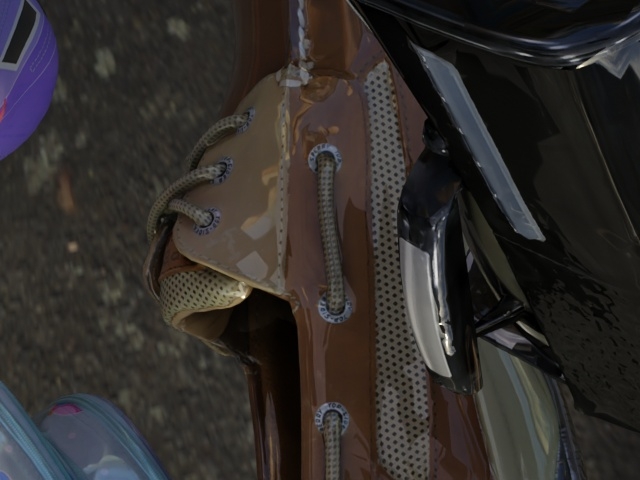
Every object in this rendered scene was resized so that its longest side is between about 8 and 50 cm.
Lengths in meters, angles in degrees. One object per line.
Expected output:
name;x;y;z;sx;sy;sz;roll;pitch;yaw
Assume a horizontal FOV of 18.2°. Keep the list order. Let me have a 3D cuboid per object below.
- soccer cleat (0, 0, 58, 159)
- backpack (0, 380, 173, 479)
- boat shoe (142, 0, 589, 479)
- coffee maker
soccer cleat;-0.148;-0.046;0.575;0.116;0.318;0.108;41;97;18
backpack;-0.123;0.132;0.739;0.144;0.166;0.188;-41;93;-31
boat shoe;0.000;0.000;0.711;0.120;0.122;0.324;-10;71;-15
coffee maker;0.090;-0.037;0.463;0.171;0.120;0.178;4;149;26
